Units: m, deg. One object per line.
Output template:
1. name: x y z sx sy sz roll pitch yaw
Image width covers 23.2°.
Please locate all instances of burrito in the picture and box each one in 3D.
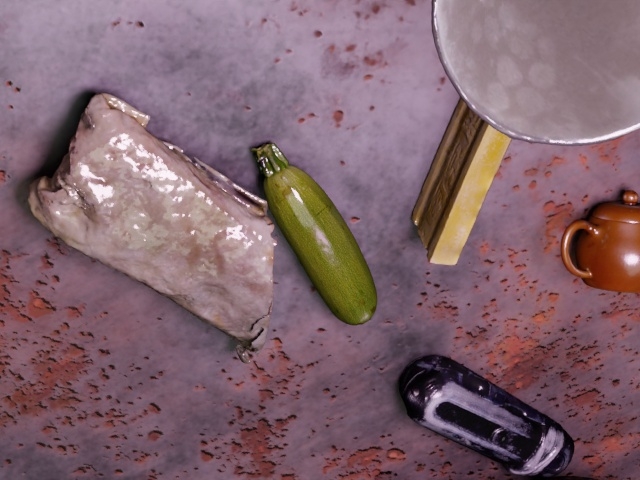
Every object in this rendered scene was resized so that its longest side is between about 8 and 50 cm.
1. burrito: -0.142 -0.006 1.629 0.175 0.107 0.347 -35 121 29

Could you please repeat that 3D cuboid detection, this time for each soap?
1. soap: 0.162 -0.100 1.626 0.037 0.092 0.252 10 121 -19

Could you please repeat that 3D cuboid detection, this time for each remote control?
1. remote control: 0.207 0.225 1.865 0.266 0.066 0.090 31 117 -26

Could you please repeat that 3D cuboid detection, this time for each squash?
1. squash: 0.000 0.000 1.677 0.066 0.066 0.252 -27 124 7

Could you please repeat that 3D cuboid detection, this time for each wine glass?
1. wine glass: 0.176 -0.292 1.314 0.267 0.406 0.267 -6 125 -9

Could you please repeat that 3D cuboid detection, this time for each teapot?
1. teapot: 0.335 -0.001 1.721 0.173 0.116 0.116 -3 125 -30

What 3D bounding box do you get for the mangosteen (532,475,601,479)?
1. mangosteen: 0.244 0.462 1.844 0.435 0.382 0.382 10 120 -20
